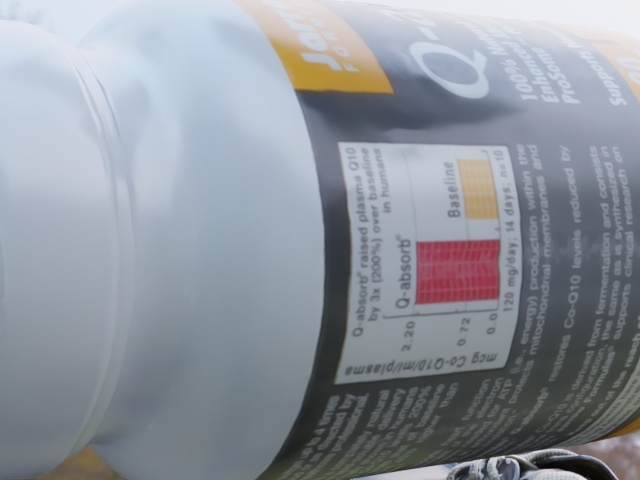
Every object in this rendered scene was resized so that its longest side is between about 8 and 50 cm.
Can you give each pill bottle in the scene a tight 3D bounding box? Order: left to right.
[{"bbox_3d":[0.000,0.000,0.449,0.278,0.162,0.162,-1,-9,-35],"label":"pill bottle"}]

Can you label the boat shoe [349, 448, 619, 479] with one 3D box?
[{"bbox_3d":[0.127,0.179,0.758,0.132,0.130,0.355,-8,28,-44],"label":"boat shoe"}]
